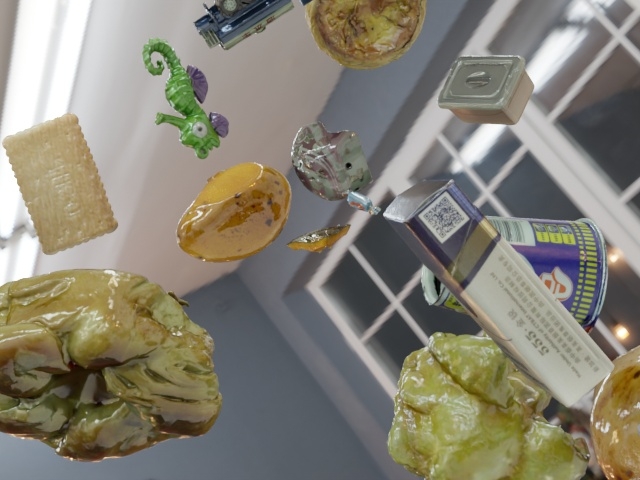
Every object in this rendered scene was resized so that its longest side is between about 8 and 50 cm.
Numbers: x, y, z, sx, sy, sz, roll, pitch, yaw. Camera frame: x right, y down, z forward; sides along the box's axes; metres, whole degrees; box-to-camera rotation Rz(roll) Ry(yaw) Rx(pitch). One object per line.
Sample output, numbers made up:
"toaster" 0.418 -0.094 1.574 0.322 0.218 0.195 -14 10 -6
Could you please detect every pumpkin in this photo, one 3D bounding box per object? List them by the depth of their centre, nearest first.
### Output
"pumpkin" 0.000 0.000 1.689 0.101 0.035 0.073 -10 16 38

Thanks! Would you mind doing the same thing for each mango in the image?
"mango" -0.193 -0.049 2.144 0.290 0.160 0.191 -32 -55 -19

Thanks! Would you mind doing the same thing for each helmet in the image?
"helmet" 0.008 -0.140 1.848 0.107 0.177 0.153 -54 -39 -26

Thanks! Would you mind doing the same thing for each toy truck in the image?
"toy truck" -0.089 -0.350 1.375 0.202 0.074 0.088 -32 -55 1

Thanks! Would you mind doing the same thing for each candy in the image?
"candy" 0.069 -0.067 1.678 0.030 0.083 0.020 -31 -41 -38

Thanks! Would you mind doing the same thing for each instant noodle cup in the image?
"instant noodle cup" 0.386 0.064 1.966 0.312 0.284 0.284 10 -31 -9

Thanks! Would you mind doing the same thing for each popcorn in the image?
"popcorn" 0.242 0.250 1.491 0.290 0.321 0.325 -14 -30 7

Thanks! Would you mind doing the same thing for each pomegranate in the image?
"pomegranate" 0.738 0.351 1.961 0.410 0.410 0.410 -35 -17 -12

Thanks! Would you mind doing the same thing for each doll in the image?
"doll" -0.203 -0.207 1.383 0.050 0.190 0.115 -23 -1 38

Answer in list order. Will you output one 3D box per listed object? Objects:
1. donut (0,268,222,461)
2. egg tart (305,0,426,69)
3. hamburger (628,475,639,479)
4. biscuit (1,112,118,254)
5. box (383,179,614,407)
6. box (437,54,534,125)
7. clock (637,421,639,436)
"donut" -0.318 0.186 1.354 0.360 0.170 0.360 -1 -41 -1
"egg tart" 0.104 -0.547 2.231 0.290 0.290 0.115 -41 27 10
"hamburger" 0.454 0.376 1.081 0.330 0.250 0.330 -13 -34 -9
"biscuit" -0.505 -0.109 1.848 0.160 0.249 0.030 -22 0 -1
"box" 0.181 0.048 1.007 0.071 0.259 0.168 -43 5 0
"box" 0.237 -0.210 1.342 0.062 0.122 0.089 37 -107 -39
"clock" 0.512 0.233 1.266 0.080 0.176 0.117 114 179 -48
